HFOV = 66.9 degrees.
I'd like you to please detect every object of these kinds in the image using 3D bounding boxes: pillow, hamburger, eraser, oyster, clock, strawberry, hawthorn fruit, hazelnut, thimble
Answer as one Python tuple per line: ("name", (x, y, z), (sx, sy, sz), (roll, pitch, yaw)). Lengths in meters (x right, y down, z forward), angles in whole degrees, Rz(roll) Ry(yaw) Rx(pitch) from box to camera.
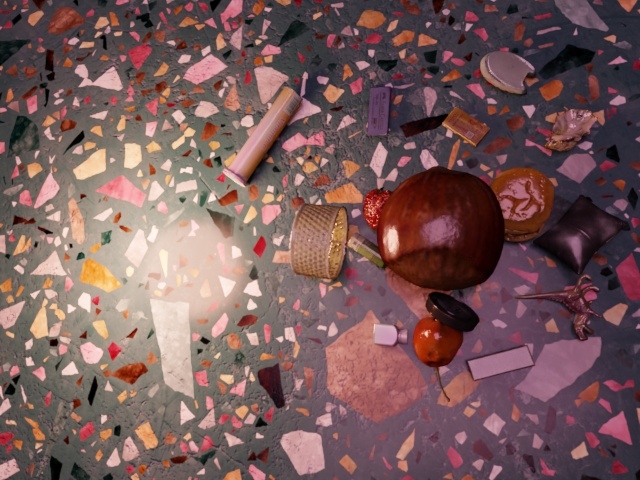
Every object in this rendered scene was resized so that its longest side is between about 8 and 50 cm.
("pillow", (0.875, -0.026, 1.633), (0.250, 0.106, 0.186), (-45, 59, -4))
("hamburger", (0.672, -0.121, 1.665), (0.245, 0.163, 0.244), (-2, 79, 9))
("eraser", (0.232, -0.511, 1.904), (0.082, 0.036, 0.224), (3, 78, 13))
("oyster", (0.901, -0.393, 1.738), (0.133, 0.072, 0.209), (21, 62, 21))
("clock", (0.439, 0.239, 1.623), (0.185, 0.184, 0.040), (29, 111, 16))
("strawberry", (0.216, -0.119, 1.775), (0.131, 0.131, 0.148), (26, 76, 15))
("hawthorn fruit", (0.395, 0.399, 1.637), (0.166, 0.165, 0.285), (0, 101, 11))
("hazelnut", (0.391, -0.038, 1.596), (0.421, 0.353, 0.420), (-11, 71, 34))
("thimble", (0.000, 0.000, 1.714), (0.150, 0.271, 0.270), (7, 79, 14))

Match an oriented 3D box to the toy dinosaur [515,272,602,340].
("toy dinosaur", (0.824, 0.198, 1.615), (0.251, 0.072, 0.199), (40, 95, 8))

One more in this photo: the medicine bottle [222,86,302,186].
("medicine bottle", (-0.224, -0.415, 1.939), (0.108, 0.108, 0.426), (32, 83, 16))

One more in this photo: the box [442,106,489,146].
("box", (0.549, -0.430, 1.831), (0.156, 0.022, 0.089), (37, 88, 16))

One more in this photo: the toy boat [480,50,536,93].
("toy boat", (0.701, -0.635, 1.832), (0.208, 0.079, 0.134), (27, 91, 5))

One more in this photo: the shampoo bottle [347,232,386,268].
("shampoo bottle", (0.199, 0.049, 1.768), (0.205, 0.065, 0.065), (35, 86, 16))

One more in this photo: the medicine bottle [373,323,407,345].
("medicine bottle", (0.246, 0.333, 1.700), (0.118, 0.055, 0.074), (2, 77, 12))

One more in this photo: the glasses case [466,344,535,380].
("glasses case", (0.599, 0.411, 1.619), (0.205, 0.047, 0.070), (-17, 71, 7))
